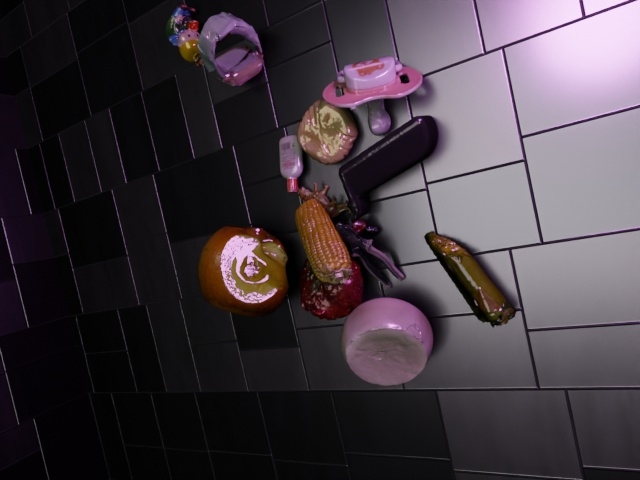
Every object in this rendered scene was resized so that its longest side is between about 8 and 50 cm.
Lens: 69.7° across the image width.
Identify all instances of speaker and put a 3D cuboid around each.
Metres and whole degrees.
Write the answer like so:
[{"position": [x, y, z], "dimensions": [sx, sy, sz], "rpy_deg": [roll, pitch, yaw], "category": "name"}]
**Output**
[{"position": [0.240, -0.248, 1.570], "dimensions": [0.388, 0.180, 0.184], "rpy_deg": [-32, 89, 30], "category": "speaker"}]

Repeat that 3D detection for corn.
[{"position": [0.000, 0.000, 1.621], "dimensions": [0.144, 0.143, 0.387], "rpy_deg": [-54, 41, 24], "category": "corn"}]

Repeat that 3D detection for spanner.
[{"position": [0.171, 0.049, 1.648], "dimensions": [0.095, 0.040, 0.325], "rpy_deg": [-37, 109, 28], "category": "spanner"}]

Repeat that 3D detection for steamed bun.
[{"position": [0.231, 0.344, 1.619], "dimensions": [0.324, 0.206, 0.325], "rpy_deg": [4, 121, 6], "category": "steamed bun"}]

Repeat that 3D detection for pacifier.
[{"position": [0.174, -0.495, 1.534], "dimensions": [0.331, 0.220, 0.273], "rpy_deg": [-10, 94, 7], "category": "pacifier"}]

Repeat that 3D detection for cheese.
[{"position": [0.028, -0.400, 1.696], "dimensions": [0.226, 0.117, 0.214], "rpy_deg": [43, 112, 11], "category": "cheese"}]

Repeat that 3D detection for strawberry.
[{"position": [0.049, 0.175, 1.715], "dimensions": [0.274, 0.220, 0.274], "rpy_deg": [-21, 49, 26], "category": "strawberry"}]

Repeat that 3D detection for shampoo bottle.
[{"position": [-0.114, -0.297, 1.802], "dimensions": [0.108, 0.051, 0.221], "rpy_deg": [-4, 87, 34], "category": "shampoo bottle"}]

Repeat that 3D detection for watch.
[{"position": [-0.342, -0.733, 1.732], "dimensions": [0.161, 0.253, 0.241], "rpy_deg": [31, 149, 21], "category": "watch"}]

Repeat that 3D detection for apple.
[{"position": [-0.290, 0.114, 1.815], "dimensions": [0.383, 0.374, 0.375], "rpy_deg": [14, 104, 32], "category": "apple"}]

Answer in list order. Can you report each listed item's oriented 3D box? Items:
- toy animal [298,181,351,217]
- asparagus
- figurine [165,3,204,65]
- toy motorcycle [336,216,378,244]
[{"position": [0.016, -0.154, 1.775], "dimensions": [0.241, 0.056, 0.099], "rpy_deg": [37, 120, 17], "category": "toy animal"}, {"position": [0.485, 0.113, 1.520], "dimensions": [0.108, 0.128, 0.382], "rpy_deg": [-32, 79, -8], "category": "asparagus"}, {"position": [-0.547, -0.866, 1.937], "dimensions": [0.185, 0.127, 0.234], "rpy_deg": [-50, 64, 17], "category": "figurine"}, {"position": [0.102, -0.028, 1.706], "dimensions": [0.213, 0.122, 0.082], "rpy_deg": [-12, 61, 30], "category": "toy motorcycle"}]
